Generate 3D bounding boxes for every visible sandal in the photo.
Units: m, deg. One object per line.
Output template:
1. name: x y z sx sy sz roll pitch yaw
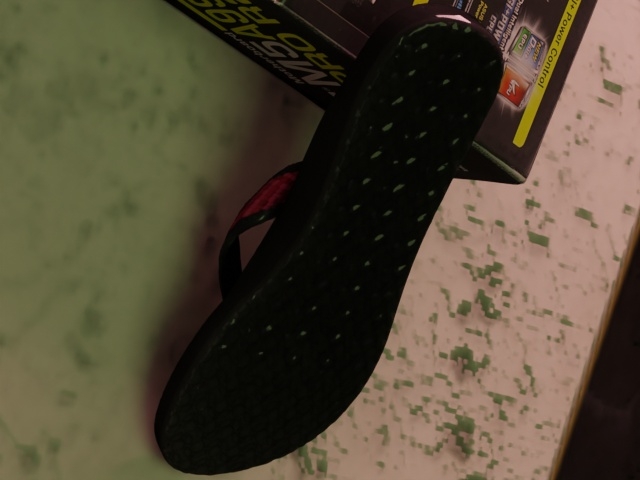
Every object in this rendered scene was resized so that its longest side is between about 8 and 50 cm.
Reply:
1. sandal: 0.000 0.000 0.622 0.067 0.040 0.179 18 108 -39

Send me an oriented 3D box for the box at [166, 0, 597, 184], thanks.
1. box: 0.033 -0.185 0.635 0.216 0.060 0.270 31 76 -39
